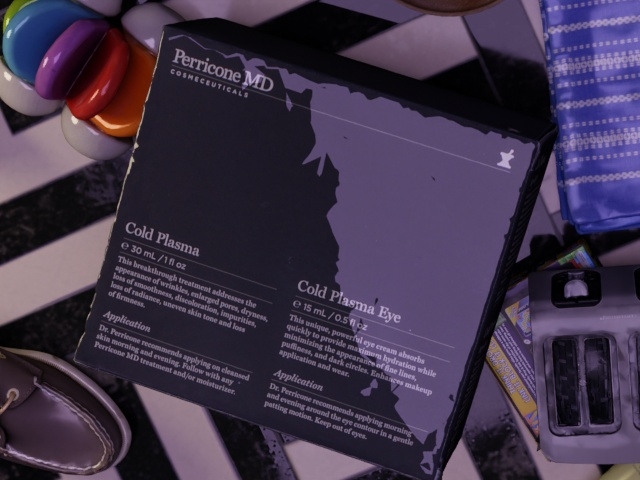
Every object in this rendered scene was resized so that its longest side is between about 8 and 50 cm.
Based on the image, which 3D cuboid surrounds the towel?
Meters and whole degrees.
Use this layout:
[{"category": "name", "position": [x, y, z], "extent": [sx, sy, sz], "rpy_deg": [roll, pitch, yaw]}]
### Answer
[{"category": "towel", "position": [0.324, -0.181, 1.826], "extent": [0.243, 0.040, 0.336], "rpy_deg": [-7, 102, 7]}]

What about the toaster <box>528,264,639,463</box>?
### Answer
[{"category": "toaster", "position": [0.273, 0.116, 1.812], "extent": [0.168, 0.110, 0.185], "rpy_deg": [-3, 103, 9]}]

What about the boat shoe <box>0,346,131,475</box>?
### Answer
[{"category": "boat shoe", "position": [-0.341, 0.145, 1.946], "extent": [0.324, 0.097, 0.116], "rpy_deg": [30, 104, 0]}]

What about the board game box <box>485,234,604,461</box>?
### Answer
[{"category": "board game box", "position": [0.234, 0.103, 1.896], "extent": [0.141, 0.048, 0.170], "rpy_deg": [-30, 97, 14]}]

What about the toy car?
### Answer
[{"category": "toy car", "position": [-0.218, -0.164, 1.842], "extent": [0.182, 0.136, 0.159], "rpy_deg": [34, 104, -2]}]

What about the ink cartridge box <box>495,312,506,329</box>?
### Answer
[{"category": "ink cartridge box", "position": [0.073, 0.023, 1.878], "extent": [0.109, 0.062, 0.209], "rpy_deg": [-41, 89, 14]}]

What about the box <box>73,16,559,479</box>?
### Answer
[{"category": "box", "position": [0.000, 0.000, 1.765], "extent": [0.343, 0.179, 0.312], "rpy_deg": [19, 103, 8]}]

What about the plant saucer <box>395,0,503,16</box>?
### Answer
[{"category": "plant saucer", "position": [0.119, -0.304, 1.809], "extent": [0.198, 0.036, 0.198], "rpy_deg": [4, 103, 18]}]

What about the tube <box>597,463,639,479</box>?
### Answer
[{"category": "tube", "position": [0.268, 0.281, 1.928], "extent": [0.240, 0.062, 0.070], "rpy_deg": [-48, 53, 19]}]
